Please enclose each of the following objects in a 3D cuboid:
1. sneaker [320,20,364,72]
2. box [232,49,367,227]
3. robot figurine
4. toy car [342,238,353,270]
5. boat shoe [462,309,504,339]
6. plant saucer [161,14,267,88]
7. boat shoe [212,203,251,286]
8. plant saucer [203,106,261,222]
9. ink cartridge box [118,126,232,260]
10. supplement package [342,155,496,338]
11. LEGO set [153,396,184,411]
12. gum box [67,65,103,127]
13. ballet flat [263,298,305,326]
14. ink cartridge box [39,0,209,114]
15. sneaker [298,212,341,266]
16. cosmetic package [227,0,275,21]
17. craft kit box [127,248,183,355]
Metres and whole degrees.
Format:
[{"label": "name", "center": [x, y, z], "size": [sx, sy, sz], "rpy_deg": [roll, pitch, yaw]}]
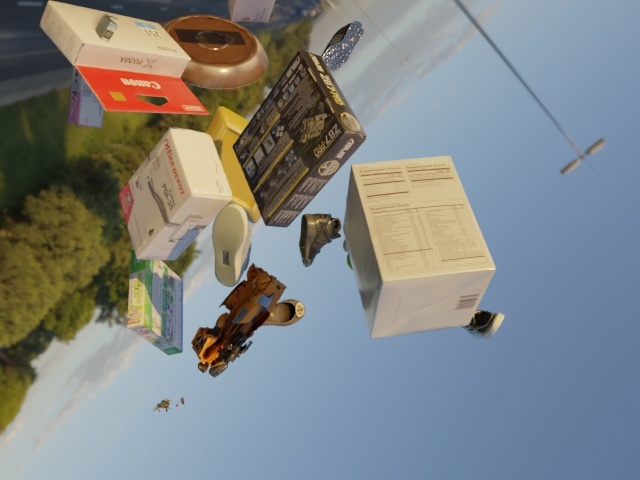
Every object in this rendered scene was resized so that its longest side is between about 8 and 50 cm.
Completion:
[{"label": "sneaker", "center": [0.060, -0.658, 2.071], "size": [0.232, 0.081, 0.090], "rpy_deg": [-52, -156, -19]}, {"label": "box", "center": [-0.077, -0.278, 1.693], "size": [0.395, 0.097, 0.318], "rpy_deg": [-47, -126, 35]}, {"label": "robot figurine", "center": [-0.214, 0.198, 1.485], "size": [0.291, 0.085, 0.211], "rpy_deg": [-51, -157, -8]}, {"label": "toy car", "center": [0.164, 0.043, 1.823], "size": [0.182, 0.159, 0.136], "rpy_deg": [-29, -162, 10]}, {"label": "boat shoe", "center": [0.454, 0.236, 1.716], "size": [0.078, 0.070, 0.219], "rpy_deg": [-55, 176, -16]}, {"label": "plant saucer", "center": [-0.289, -0.511, 1.585], "size": [0.311, 0.310, 0.050], "rpy_deg": [-60, 173, -43]}, {"label": "boat shoe", "center": [-0.196, 0.001, 1.366], "size": [0.081, 0.079, 0.228], "rpy_deg": [-56, 162, -50]}, {"label": "plant saucer", "center": [-0.301, -0.268, 2.203], "size": [0.333, 0.332, 0.081], "rpy_deg": [-61, -165, 6]}, {"label": "ink cartridge box", "center": [-0.363, -0.110, 1.472], "size": [0.117, 0.207, 0.283], "rpy_deg": [3, 146, -46]}, {"label": "supplement package", "center": [0.167, 0.010, 1.116], "size": [0.199, 0.197, 0.263], "rpy_deg": [94, -13, -53]}, {"label": "LEGO set", "center": [-0.396, 0.423, 1.564], "size": [0.054, 0.083, 0.023], "rpy_deg": [-59, -134, 35]}, {"label": "gum box", "center": [-0.609, -0.395, 1.569], "size": [0.107, 0.062, 0.189], "rpy_deg": [21, -74, 51]}, {"label": "ballet flat", "center": [-0.139, 0.224, 1.856], "size": [0.058, 0.249, 0.084], "rpy_deg": [-19, -105, 48]}, {"label": "ink cartridge box", "center": [-0.397, -0.384, 1.289], "size": [0.066, 0.261, 0.296], "rpy_deg": [-50, 162, 29]}, {"label": "sneaker", "center": [0.000, 0.000, 1.882], "size": [0.228, 0.130, 0.087], "rpy_deg": [100, -23, -46]}, {"label": "cosmetic package", "center": [-0.148, -0.598, 1.393], "size": [0.098, 0.061, 0.239], "rpy_deg": [-4, 167, -18]}, {"label": "craft kit box", "center": [-0.483, 0.184, 1.783], "size": [0.060, 0.247, 0.250], "rpy_deg": [-12, -122, 7]}]
